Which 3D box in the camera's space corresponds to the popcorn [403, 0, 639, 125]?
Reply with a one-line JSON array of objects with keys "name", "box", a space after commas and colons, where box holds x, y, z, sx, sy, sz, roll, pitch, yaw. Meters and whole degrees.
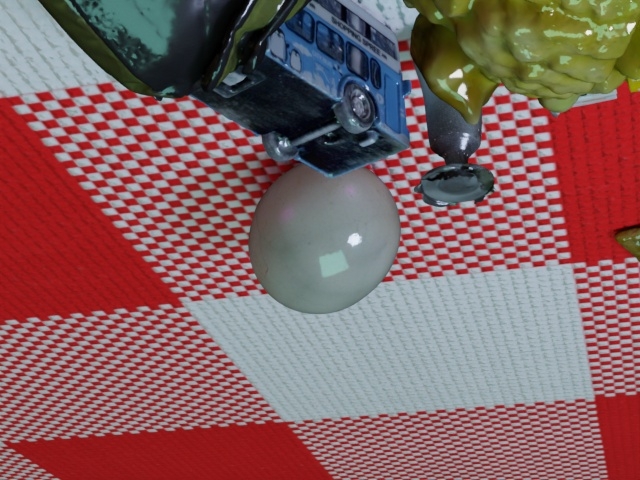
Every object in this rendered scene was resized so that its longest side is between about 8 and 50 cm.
[{"name": "popcorn", "box": [0.159, -0.202, 0.795, 0.224, 0.270, 0.258, 39, 176, 19]}]

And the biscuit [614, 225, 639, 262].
[{"name": "biscuit", "box": [0.390, 0.000, 1.461, 0.083, 0.018, 0.081, -16, 150, 30]}]

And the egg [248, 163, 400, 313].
[{"name": "egg", "box": [0.000, 0.000, 1.315, 0.151, 0.151, 0.209, 9, 153, -17]}]

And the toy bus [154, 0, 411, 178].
[{"name": "toy bus", "box": [-0.052, -0.161, 1.016, 0.106, 0.131, 0.297, -20, 148, 35]}]

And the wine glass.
[{"name": "wine glass", "box": [0.112, -0.111, 1.085, 0.072, 0.155, 0.072, 0, 154, 0]}]

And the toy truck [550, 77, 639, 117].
[{"name": "toy truck", "box": [0.277, -0.170, 1.033, 0.227, 0.098, 0.114, -10, 158, 16]}]

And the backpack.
[{"name": "backpack", "box": [-0.071, -0.221, 0.789, 0.253, 0.140, 0.207, -42, 129, -1]}]
